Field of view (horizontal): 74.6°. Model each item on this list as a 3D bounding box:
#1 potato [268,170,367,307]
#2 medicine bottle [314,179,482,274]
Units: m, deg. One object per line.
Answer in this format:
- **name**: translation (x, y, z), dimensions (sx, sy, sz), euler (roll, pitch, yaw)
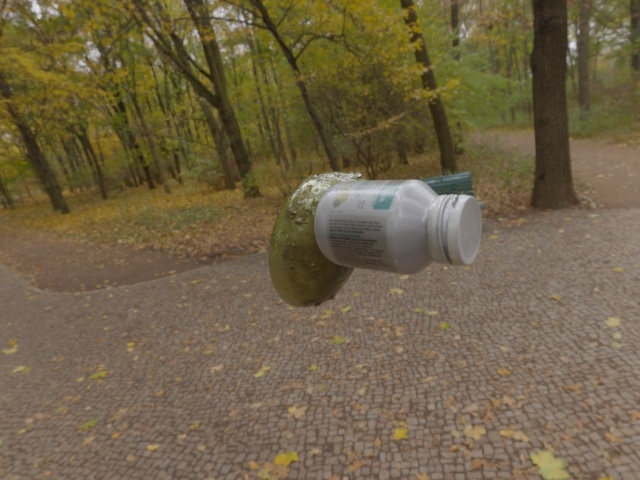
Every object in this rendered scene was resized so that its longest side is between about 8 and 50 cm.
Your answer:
- **potato**: translation (0.000, 0.000, 0.849), dimensions (0.173, 0.307, 0.210), euler (31, 22, 25)
- **medicine bottle**: translation (0.110, -0.020, 0.605), dimensions (0.215, 0.135, 0.135), euler (5, 20, 39)
